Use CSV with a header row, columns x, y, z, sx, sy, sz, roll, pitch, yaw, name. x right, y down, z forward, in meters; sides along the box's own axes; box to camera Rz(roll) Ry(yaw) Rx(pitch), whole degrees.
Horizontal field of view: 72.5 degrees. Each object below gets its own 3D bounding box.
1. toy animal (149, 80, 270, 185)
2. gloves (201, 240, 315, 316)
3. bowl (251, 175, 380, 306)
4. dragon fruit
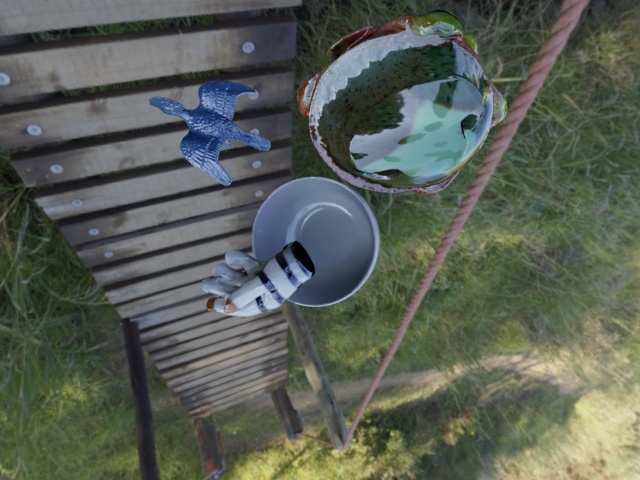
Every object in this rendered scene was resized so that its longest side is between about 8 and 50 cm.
x,y,z,sx,sy,sz,roll,pitch,yaw,name
-0.244,-0.254,0.989,0.256,0.239,0.176,13,180,3,toy animal
-0.127,0.087,0.888,0.219,0.140,0.131,-35,135,11,gloves
0.000,0.000,1.007,0.287,0.287,0.144,-39,172,14,bowl
0.116,-0.174,0.603,0.296,0.130,0.268,-2,128,5,dragon fruit
